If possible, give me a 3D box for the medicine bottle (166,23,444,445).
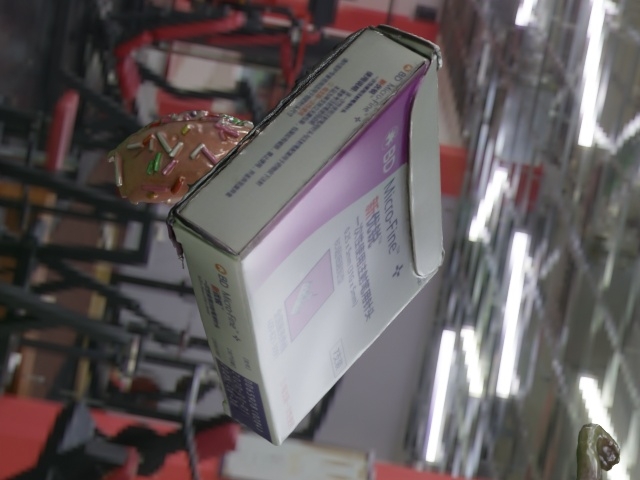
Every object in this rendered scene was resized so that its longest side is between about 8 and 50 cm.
[{"bbox_3d":[0.000,0.000,0.806,0.171,0.052,0.201,-45,151,-25],"label":"medicine bottle"}]

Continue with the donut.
[{"bbox_3d":[-0.071,-0.042,1.101,0.117,0.166,0.065,-37,-139,37],"label":"donut"}]

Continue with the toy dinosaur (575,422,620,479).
[{"bbox_3d":[0.135,0.181,0.821,0.251,0.072,0.200,63,22,-17],"label":"toy dinosaur"}]
